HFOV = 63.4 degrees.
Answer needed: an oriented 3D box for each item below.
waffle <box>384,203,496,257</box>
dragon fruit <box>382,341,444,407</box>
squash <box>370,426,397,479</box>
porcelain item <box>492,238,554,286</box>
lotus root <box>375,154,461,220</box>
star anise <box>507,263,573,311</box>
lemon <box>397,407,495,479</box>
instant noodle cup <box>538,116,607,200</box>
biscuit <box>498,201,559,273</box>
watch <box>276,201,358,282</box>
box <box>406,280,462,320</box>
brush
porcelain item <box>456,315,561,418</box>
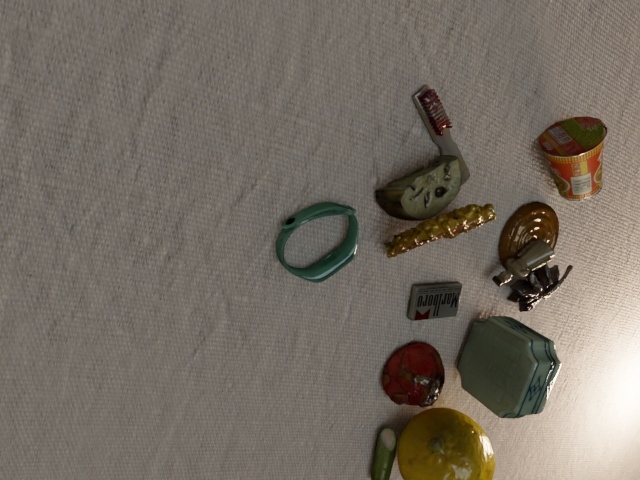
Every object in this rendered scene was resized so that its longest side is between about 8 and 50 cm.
[{"bbox_3d":[0.330,-0.036,1.417,0.293,0.260,0.069,-17,81,-24],"label":"waffle"},{"bbox_3d":[0.320,0.445,1.627,0.218,0.148,0.224,-37,121,-11],"label":"dragon fruit"},{"bbox_3d":[0.212,0.724,1.722,0.069,0.069,0.239,-2,110,-26],"label":"squash"},{"bbox_3d":[0.645,0.081,1.665,0.213,0.084,0.054,-34,148,-7],"label":"porcelain item"},{"bbox_3d":[0.278,-0.136,1.410,0.235,0.119,0.138,-34,115,-13],"label":"lotus root"},{"bbox_3d":[0.745,0.153,1.755,0.231,0.089,0.209,-43,142,24],"label":"star anise"},{"bbox_3d":[0.405,0.704,1.677,0.336,0.336,0.336,-9,112,-24],"label":"lemon"},{"bbox_3d":[0.796,-0.243,1.610,0.193,0.193,0.212,-39,128,-9],"label":"instant noodle cup"},{"bbox_3d":[0.700,-0.001,1.721,0.262,0.037,0.262,-9,113,-23],"label":"biscuit"},{"bbox_3d":[0.000,0.000,1.356,0.237,0.068,0.195,-34,117,-8],"label":"watch"},{"bbox_3d":[0.358,0.188,1.618,0.177,0.036,0.115,-1,108,-27],"label":"box"},{"bbox_3d":[0.350,-0.282,1.438,0.060,0.050,0.321,-43,122,-11],"label":"brush"},{"bbox_3d":[0.607,0.407,1.679,0.157,0.286,0.281,10,102,-32],"label":"porcelain item"}]
